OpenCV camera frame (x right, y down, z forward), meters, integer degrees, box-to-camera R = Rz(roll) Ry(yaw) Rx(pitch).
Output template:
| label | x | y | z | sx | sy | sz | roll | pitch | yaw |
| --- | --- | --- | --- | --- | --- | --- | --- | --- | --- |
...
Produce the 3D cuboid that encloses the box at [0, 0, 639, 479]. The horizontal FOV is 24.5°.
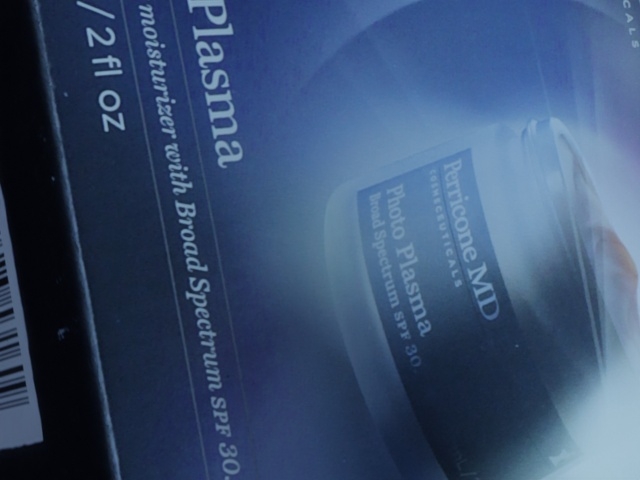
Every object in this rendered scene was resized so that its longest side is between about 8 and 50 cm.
| label | x | y | z | sx | sy | sz | roll | pitch | yaw |
| --- | --- | --- | --- | --- | --- | --- | --- | --- | --- |
| box | 0.000 | 0.000 | 0.593 | 0.294 | 0.296 | 0.182 | -8 | 174 | -35 |
